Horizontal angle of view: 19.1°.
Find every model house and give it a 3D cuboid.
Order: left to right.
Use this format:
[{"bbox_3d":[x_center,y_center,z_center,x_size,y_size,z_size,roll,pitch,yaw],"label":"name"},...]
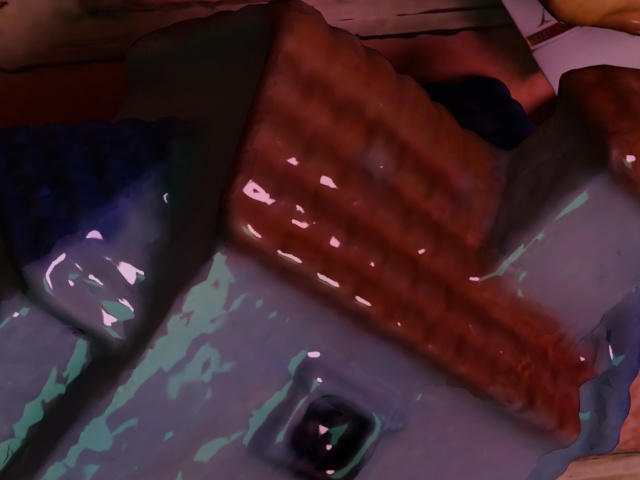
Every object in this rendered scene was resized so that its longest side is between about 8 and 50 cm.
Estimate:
[{"bbox_3d":[0.000,0.000,0.823,0.295,0.252,0.329,32,111,-31],"label":"model house"}]

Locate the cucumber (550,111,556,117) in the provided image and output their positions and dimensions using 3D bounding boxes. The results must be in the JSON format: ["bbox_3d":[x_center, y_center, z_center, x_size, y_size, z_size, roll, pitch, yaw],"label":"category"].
[{"bbox_3d":[0.193,-0.071,0.903,0.227,0.069,0.069,-23,131,13],"label":"cucumber"}]

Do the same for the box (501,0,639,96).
[{"bbox_3d":[0.111,-0.136,0.844,0.084,0.040,0.154,-29,129,12],"label":"box"}]

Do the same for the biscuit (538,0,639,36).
[{"bbox_3d":[0.185,-0.165,0.781,0.260,0.041,0.203,-3,131,-42],"label":"biscuit"}]
